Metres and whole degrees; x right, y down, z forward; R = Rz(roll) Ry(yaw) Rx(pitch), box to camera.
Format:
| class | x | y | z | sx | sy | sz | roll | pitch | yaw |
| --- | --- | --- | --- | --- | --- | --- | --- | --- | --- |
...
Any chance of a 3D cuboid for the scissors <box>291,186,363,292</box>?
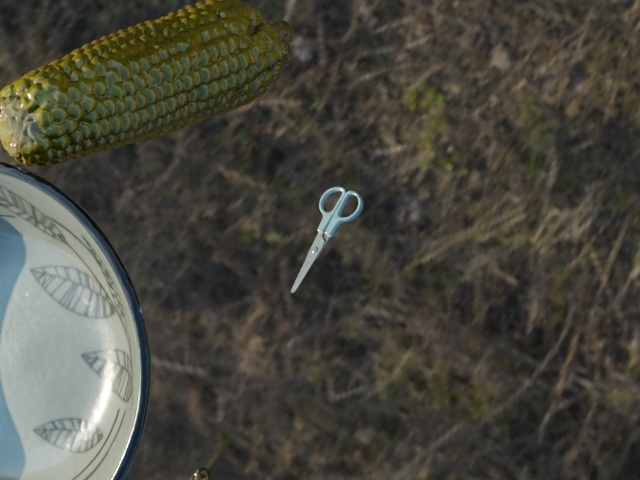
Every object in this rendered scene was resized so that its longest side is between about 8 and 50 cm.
| class | x | y | z | sx | sy | sz | roll | pitch | yaw |
| --- | --- | --- | --- | --- | --- | --- | --- | --- | --- |
| scissors | 0.000 | 0.000 | 1.124 | 0.036 | 0.083 | 0.006 | 21 | 166 | 39 |

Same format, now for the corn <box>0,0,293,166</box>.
| class | x | y | z | sx | sy | sz | roll | pitch | yaw |
| --- | --- | --- | --- | --- | --- | --- | --- | --- | --- |
| corn | -0.136 | -0.128 | 1.313 | 0.097 | 0.262 | 0.097 | 43 | 146 | 39 |

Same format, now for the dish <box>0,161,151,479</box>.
| class | x | y | z | sx | sy | sz | roll | pitch | yaw |
| --- | --- | --- | --- | --- | --- | --- | --- | --- | --- |
| dish | -0.242 | 0.091 | 1.279 | 0.316 | 0.106 | 0.316 | 0 | 90 | 27 |

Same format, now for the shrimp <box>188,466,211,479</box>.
| class | x | y | z | sx | sy | sz | roll | pitch | yaw |
| --- | --- | --- | --- | --- | --- | --- | --- | --- | --- |
| shrimp | -0.164 | 0.303 | 1.390 | 0.061 | 0.267 | 0.145 | 5 | 143 | 45 |
